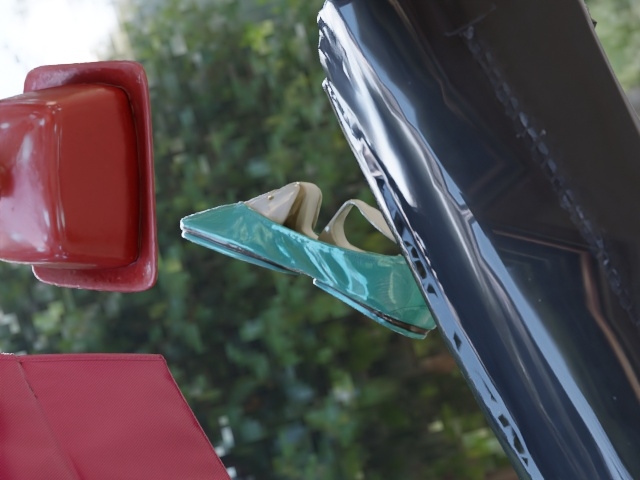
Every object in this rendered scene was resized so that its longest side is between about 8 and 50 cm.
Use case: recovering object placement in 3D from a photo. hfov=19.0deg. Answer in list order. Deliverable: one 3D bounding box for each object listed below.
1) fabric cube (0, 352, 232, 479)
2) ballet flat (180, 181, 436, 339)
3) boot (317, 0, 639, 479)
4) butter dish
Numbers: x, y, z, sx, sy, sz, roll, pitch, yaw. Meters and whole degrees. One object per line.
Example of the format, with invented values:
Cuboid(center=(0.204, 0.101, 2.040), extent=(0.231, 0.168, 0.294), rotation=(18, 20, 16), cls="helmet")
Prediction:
Cuboid(center=(-0.212, 0.257, 1.381), extent=(0.258, 0.259, 0.254), rotation=(55, 133, 46), cls="fabric cube")
Cuboid(center=(0.000, 0.000, 1.590), extent=(0.083, 0.247, 0.087), rotation=(12, -81, -65), cls="ballet flat")
Cuboid(center=(0.126, 0.116, 0.845), extent=(0.445, 0.146, 0.367), rotation=(59, 164, 9), cls="boot")
Cuboid(center=(-0.196, -0.041, 1.317), extent=(0.118, 0.160, 0.160), rotation=(-6, -84, -40), cls="butter dish")
